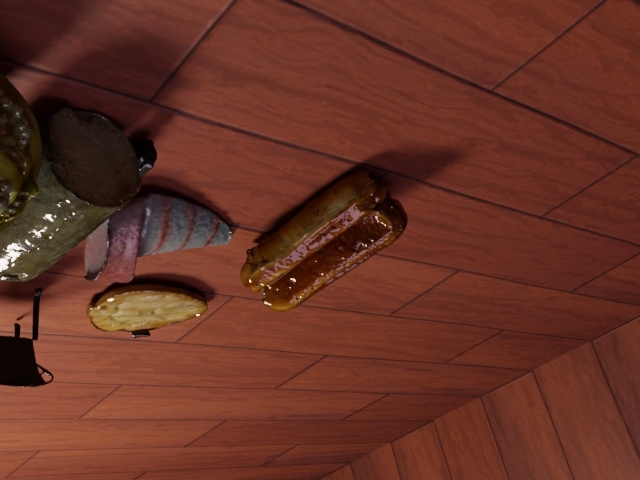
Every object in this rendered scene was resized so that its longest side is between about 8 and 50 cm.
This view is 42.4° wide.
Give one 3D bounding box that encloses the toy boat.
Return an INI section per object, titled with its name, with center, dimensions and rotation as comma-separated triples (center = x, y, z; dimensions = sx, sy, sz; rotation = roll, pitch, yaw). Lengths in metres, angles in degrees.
[toy boat]
center = -0.265, -0.010, 1.452
dimensions = 0.282, 0.096, 0.206
rotation = -5, 138, -38

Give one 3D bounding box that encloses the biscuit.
[biscuit]
center = -0.358, 0.141, 1.723
dimensions = 0.259, 0.041, 0.203
rotation = 1, 145, -31

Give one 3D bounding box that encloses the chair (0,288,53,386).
[chair]
center = -0.589, 0.203, 1.535
dimensions = 0.174, 0.213, 0.149
rotation = 11, 137, -39

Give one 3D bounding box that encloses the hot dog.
[hot dog]
center = 0.000, 0.000, 1.554
dimensions = 0.348, 0.117, 0.158
rotation = -37, 119, 23

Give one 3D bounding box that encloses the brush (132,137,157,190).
[brush]
center = -0.361, -0.062, 1.309
dimensions = 0.323, 0.070, 0.051
rotation = -30, 148, 32

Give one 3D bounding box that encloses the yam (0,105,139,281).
[yam]
center = -0.414, -0.052, 1.201
dimensions = 0.304, 0.168, 0.168
rotation = -34, 148, 28

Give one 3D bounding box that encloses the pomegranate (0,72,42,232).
[pomegranate]
center = -0.476, -0.129, 0.958
dimensions = 0.260, 0.260, 0.341
rotation = -16, 122, 2
